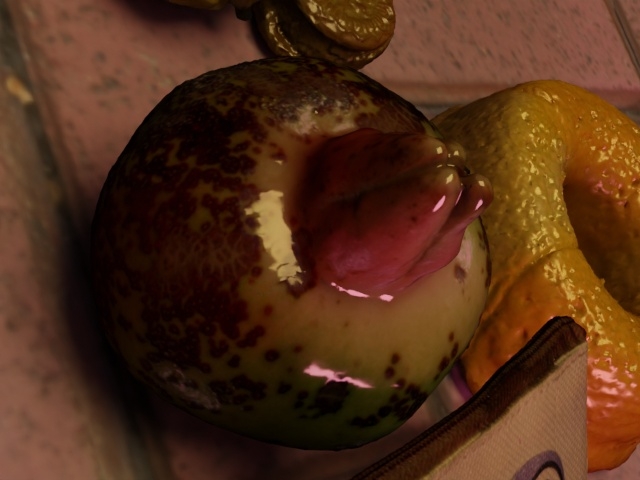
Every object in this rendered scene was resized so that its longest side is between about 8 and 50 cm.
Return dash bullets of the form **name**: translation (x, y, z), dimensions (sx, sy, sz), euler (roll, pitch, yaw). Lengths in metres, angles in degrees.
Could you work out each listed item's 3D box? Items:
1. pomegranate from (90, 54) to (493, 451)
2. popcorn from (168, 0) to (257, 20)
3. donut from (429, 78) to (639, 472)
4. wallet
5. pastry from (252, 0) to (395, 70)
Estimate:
- **pomegranate**: translation (0.000, 0.000, 0.602), dimensions (0.214, 0.248, 0.214), euler (6, 76, -26)
- **popcorn**: translation (-0.061, -0.216, 0.758), dimensions (0.148, 0.152, 0.167), euler (23, 38, 26)
- **donut**: translation (0.194, 0.014, 0.899), dimensions (0.303, 0.110, 0.303), euler (24, 51, -33)
- **wallet**: translation (0.069, 0.196, 0.615), dimensions (0.335, 0.068, 0.275), euler (-25, 119, -51)
- **pastry**: translation (0.003, -0.163, 0.848), dimensions (0.097, 0.057, 0.109), euler (57, 39, -1)
